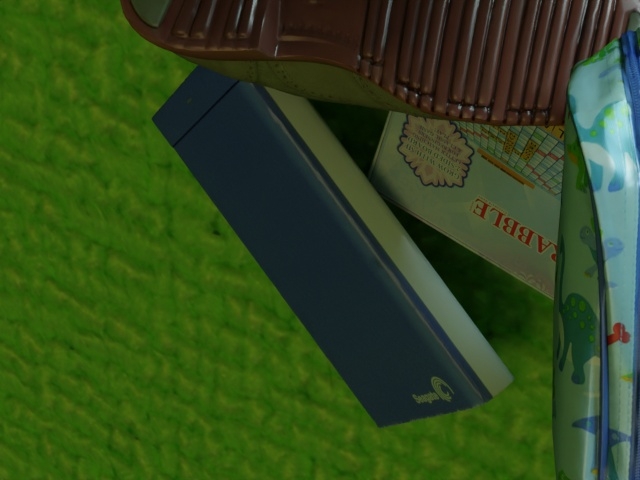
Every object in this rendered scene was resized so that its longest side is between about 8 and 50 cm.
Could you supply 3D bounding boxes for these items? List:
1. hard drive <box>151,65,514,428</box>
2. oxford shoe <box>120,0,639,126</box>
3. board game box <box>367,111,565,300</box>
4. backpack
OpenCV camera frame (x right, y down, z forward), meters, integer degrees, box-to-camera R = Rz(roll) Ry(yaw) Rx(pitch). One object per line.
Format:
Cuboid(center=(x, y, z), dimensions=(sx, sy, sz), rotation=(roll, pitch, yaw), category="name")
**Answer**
Cuboid(center=(0.000, 0.000, 1.209), dimensions=(0.318, 0.040, 0.210), rotation=(54, 158, -3), category="hard drive")
Cuboid(center=(0.052, -0.138, 1.007), dimensions=(0.348, 0.130, 0.123), rotation=(15, 85, 17), category="oxford shoe")
Cuboid(center=(0.208, -0.088, 1.020), dimensions=(0.319, 0.066, 0.318), rotation=(33, 132, 17), category="board game box")
Cuboid(center=(0.233, 0.049, 0.843), dimensions=(0.273, 0.290, 0.355), rotation=(18, 113, 11), category="backpack")
